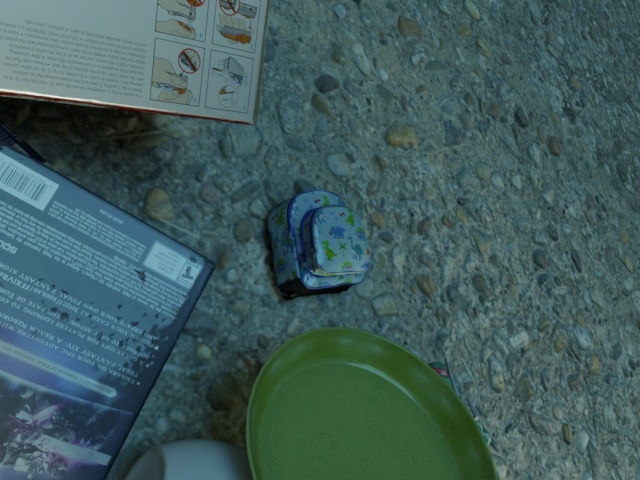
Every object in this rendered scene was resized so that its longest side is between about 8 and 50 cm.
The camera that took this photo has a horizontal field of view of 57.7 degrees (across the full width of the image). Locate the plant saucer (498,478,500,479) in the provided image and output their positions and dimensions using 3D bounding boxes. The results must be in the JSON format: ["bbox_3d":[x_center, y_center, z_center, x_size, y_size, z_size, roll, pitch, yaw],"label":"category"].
[{"bbox_3d":[0.160,0.357,0.685,0.198,0.036,0.198,14,66,-35],"label":"plant saucer"}]

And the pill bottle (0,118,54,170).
[{"bbox_3d":[-0.265,-0.056,0.478,0.120,0.067,0.067,46,51,-16],"label":"pill bottle"}]

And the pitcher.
[{"bbox_3d":[-0.053,0.251,0.464,0.207,0.178,0.125,34,83,-27],"label":"pitcher"}]

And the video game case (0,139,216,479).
[{"bbox_3d":[-0.224,0.091,0.438,0.196,0.026,0.274,33,72,-25],"label":"video game case"}]

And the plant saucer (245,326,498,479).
[{"bbox_3d":[0.043,0.184,0.494,0.241,0.037,0.241,20,41,-18],"label":"plant saucer"}]

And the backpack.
[{"bbox_3d":[0.000,0.000,0.659,0.105,0.084,0.114,-2,72,-42],"label":"backpack"}]

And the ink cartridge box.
[{"bbox_3d":[-0.243,-0.183,0.472,0.309,0.272,0.130,-1,105,-39],"label":"ink cartridge box"}]

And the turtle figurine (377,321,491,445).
[{"bbox_3d":[0.106,0.212,0.629,0.118,0.175,0.234,37,60,-45],"label":"turtle figurine"}]
